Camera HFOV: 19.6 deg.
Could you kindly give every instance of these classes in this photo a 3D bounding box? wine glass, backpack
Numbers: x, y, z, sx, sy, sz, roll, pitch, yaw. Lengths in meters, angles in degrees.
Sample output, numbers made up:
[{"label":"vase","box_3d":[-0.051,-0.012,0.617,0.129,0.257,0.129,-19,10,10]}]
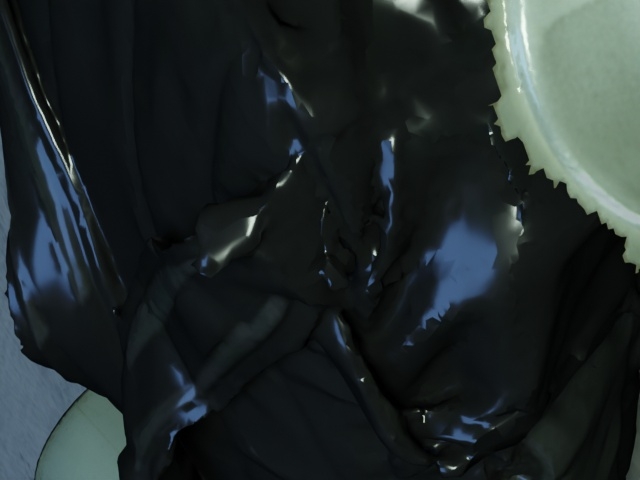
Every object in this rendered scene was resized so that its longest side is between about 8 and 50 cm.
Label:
[{"label":"wine glass","box_3d":[0.187,-0.065,0.404,0.321,0.143,0.143,0,114,51]},{"label":"backpack","box_3d":[0.000,0.000,0.772,0.363,0.255,0.446,46,155,48]}]

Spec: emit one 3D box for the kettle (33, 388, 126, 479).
[{"label":"kettle","box_3d":[-0.044,0.211,1.211,0.236,0.161,0.221,39,174,40]}]
